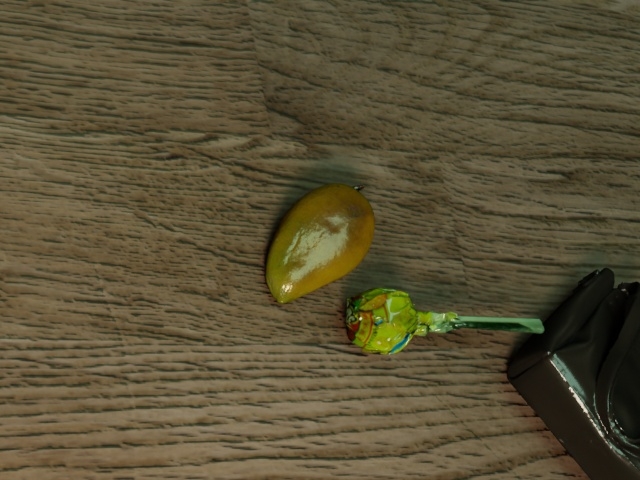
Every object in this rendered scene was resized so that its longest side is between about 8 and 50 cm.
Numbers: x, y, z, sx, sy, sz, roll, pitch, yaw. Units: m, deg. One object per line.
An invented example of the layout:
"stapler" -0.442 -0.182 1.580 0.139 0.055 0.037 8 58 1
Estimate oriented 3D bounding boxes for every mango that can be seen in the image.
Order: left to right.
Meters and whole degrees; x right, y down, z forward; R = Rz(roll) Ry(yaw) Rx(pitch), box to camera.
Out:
"mango" 0.000 0.000 2.214 0.101 0.066 0.187 49 56 -6

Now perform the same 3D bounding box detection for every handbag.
"handbag" 0.379 0.190 2.384 0.285 0.113 0.257 50 41 -6

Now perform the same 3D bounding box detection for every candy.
"candy" 0.148 0.094 2.252 0.262 0.077 0.073 4 65 -28
